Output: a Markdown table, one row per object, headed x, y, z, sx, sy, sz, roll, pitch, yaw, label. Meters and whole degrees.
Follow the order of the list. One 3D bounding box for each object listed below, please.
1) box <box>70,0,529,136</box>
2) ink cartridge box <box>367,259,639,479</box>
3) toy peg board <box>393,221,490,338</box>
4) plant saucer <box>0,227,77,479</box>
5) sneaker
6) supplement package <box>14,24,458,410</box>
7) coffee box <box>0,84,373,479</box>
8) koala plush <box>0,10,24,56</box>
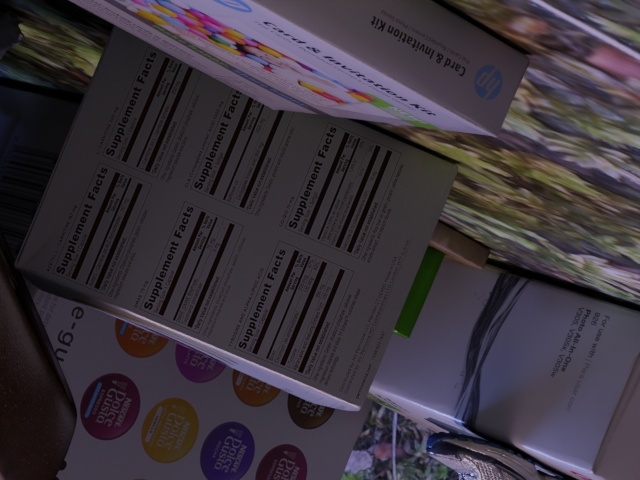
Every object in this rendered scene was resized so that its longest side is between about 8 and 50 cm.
| x | y | z | sx | sy | sz | roll | pitch | yaw | label |
| --- | --- | --- | --- | --- | --- | --- | --- | --- | --- |
| -0.025 | -0.093 | 0.798 | 0.145 | 0.038 | 0.186 | 26 | 173 | -30 | box |
| 0.161 | 0.104 | 1.445 | 0.289 | 0.121 | 0.211 | 18 | 171 | 44 | ink cartridge box |
| 0.000 | 0.000 | 1.350 | 0.161 | 0.079 | 0.161 | 27 | 173 | -37 | toy peg board |
| -0.200 | -0.005 | 1.051 | 0.310 | 0.050 | 0.310 | 63 | 173 | 13 | plant saucer |
| 0.128 | 0.176 | 1.347 | 0.135 | 0.058 | 0.052 | 28 | 171 | -15 | sneaker |
| -0.052 | -0.007 | 1.138 | 0.203 | 0.149 | 0.194 | 23 | 174 | -3 | supplement package |
| -0.185 | 0.090 | 1.614 | 0.334 | 0.337 | 0.338 | 27 | 173 | -36 | coffee box |
| -0.302 | -0.111 | 1.244 | 0.196 | 0.203 | 0.221 | 16 | 156 | -20 | koala plush |
